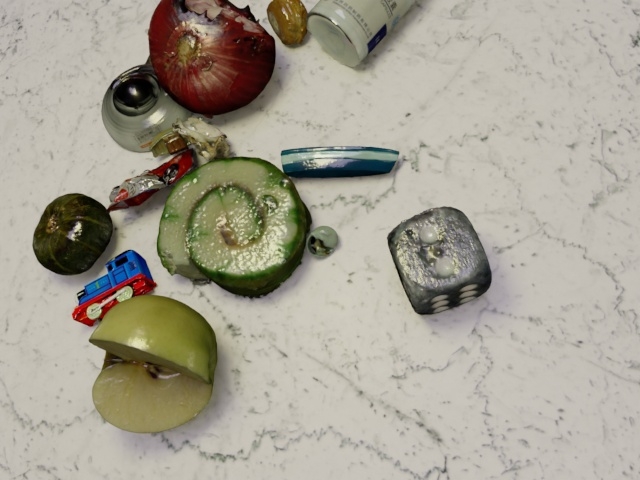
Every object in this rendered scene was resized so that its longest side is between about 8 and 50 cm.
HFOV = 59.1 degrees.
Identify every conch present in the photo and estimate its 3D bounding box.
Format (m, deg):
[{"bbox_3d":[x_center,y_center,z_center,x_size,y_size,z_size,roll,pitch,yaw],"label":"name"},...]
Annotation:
[{"bbox_3d":[-0.001,-0.001,1.369,0.076,0.085,0.056,-68,26,13],"label":"conch"}]

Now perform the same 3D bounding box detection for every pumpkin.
[{"bbox_3d":[-0.647,-0.016,1.481,0.223,0.157,0.224,-16,56,25],"label":"pumpkin"}]

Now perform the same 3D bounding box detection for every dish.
[{"bbox_3d":[-0.510,-0.404,1.597,0.273,0.134,0.274,-2,71,7],"label":"dish"}]

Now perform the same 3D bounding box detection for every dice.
[{"bbox_3d":[0.255,0.048,1.225,0.181,0.182,0.183,-22,65,6],"label":"dice"}]

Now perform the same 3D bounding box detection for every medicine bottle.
[{"bbox_3d":[0.136,-0.650,1.517,0.190,0.190,0.332,37,82,23],"label":"medicine bottle"}]

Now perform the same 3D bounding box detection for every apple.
[{"bbox_3d":[-0.360,0.256,1.256,0.257,0.295,0.233,6,32,-3],"label":"apple"}]

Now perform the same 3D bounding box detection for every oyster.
[{"bbox_3d":[-0.315,-0.259,1.483,0.163,0.191,0.081,17,111,-17],"label":"oyster"}]

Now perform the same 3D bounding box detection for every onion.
[{"bbox_3d":[-0.292,-0.490,1.498,0.340,0.341,0.342,-5,69,12],"label":"onion"}]

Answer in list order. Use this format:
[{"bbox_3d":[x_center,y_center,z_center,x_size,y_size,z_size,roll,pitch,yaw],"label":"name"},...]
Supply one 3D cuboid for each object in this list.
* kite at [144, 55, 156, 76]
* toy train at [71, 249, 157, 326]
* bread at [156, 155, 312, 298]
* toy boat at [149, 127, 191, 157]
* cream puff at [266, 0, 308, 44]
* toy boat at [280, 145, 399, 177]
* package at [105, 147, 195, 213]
[{"bbox_3d":[-0.513,-0.479,1.703,0.152,0.015,0.286,28,77,24],"label":"kite"},{"bbox_3d":[-0.528,0.127,1.437,0.203,0.083,0.131,-29,66,-1],"label":"toy train"},{"bbox_3d":[-0.219,-0.027,1.396,0.381,0.129,0.366,-32,66,0],"label":"bread"},{"bbox_3d":[-0.390,-0.278,1.566,0.172,0.065,0.066,-23,56,-8],"label":"toy boat"},{"bbox_3d":[-0.086,-0.631,1.600,0.103,0.126,0.144,-29,74,-16],"label":"cream puff"},{"bbox_3d":[0.048,-0.196,1.419,0.298,0.096,0.062,-1,80,11],"label":"toy boat"},{"bbox_3d":[-0.449,-0.157,1.503,0.269,0.071,0.194,-26,36,-5],"label":"package"}]
